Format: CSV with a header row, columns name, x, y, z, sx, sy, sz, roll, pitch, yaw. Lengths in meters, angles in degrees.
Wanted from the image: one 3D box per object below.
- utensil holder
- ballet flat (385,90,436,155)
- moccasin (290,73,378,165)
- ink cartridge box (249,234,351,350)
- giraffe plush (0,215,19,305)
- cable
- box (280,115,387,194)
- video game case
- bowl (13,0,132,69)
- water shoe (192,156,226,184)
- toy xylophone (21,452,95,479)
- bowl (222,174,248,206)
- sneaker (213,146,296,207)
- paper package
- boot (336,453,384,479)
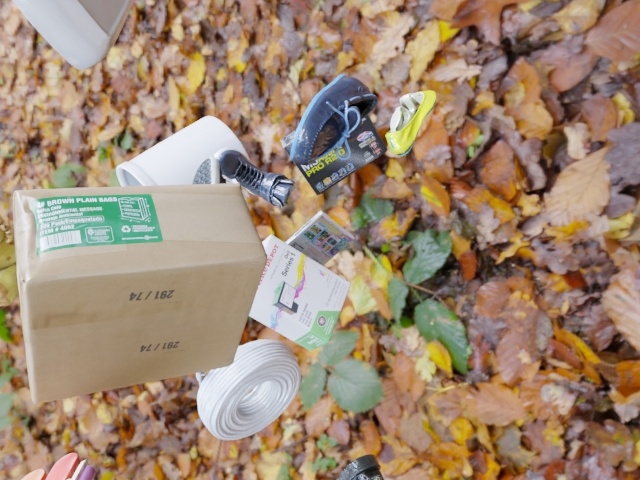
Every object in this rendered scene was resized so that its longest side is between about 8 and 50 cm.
name,x,y,z,sx,sy,sz,roll,pitch,yaw
utensil holder,-0.487,-0.232,2.136,0.327,0.385,0.327,40,153,25
ballet flat,0.214,-0.303,1.388,0.077,0.231,0.077,-10,133,47
moccasin,0.043,-0.271,1.270,0.117,0.342,0.137,26,138,5
ink cartridge box,-0.083,0.146,1.614,0.117,0.278,0.201,-40,22,54
giraffe plush,-0.624,0.010,1.072,0.181,0.210,0.170,55,165,32
cable,-0.158,0.340,1.331,0.089,0.257,0.257,41,135,38
box,0.044,-0.295,1.799,0.216,0.270,0.060,54,-174,-38
video game case,0.000,0.000,1.686,0.143,0.157,0.019,-42,41,15
bowl,-0.267,-0.281,0.644,0.053,0.142,0.142,-3,56,24
water shoe,-0.191,-0.056,1.096,0.073,0.080,0.203,-18,71,41
toy xylophone,-0.442,0.411,0.748,0.236,0.323,0.081,-118,5,-72
bowl,-0.222,-0.097,1.379,0.170,0.080,0.170,60,171,15
sneaker,-0.161,-0.161,1.502,0.163,0.226,0.086,26,87,36
paper package,-0.275,0.074,0.881,0.168,0.325,0.309,62,144,36
boot,0.114,0.759,1.511,0.260,0.131,0.348,55,138,38
